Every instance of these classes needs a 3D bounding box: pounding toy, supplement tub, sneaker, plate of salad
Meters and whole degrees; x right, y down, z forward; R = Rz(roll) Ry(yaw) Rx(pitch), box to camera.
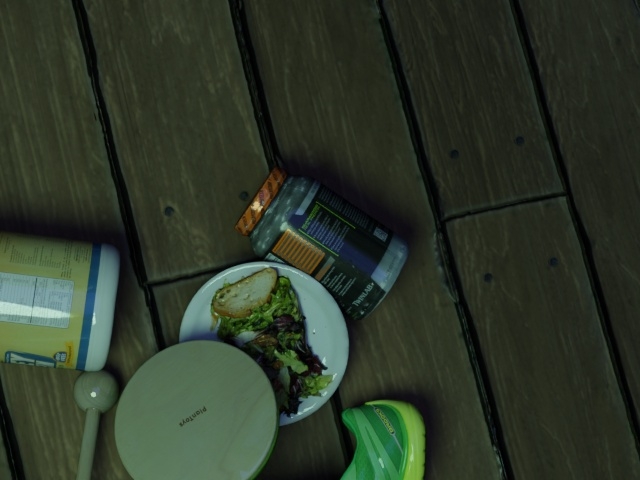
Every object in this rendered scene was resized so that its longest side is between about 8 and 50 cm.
[{"bbox_3d":[-0.154,0.219,1.258,0.236,0.110,0.183,-9,65,6],"label":"pounding toy"},{"bbox_3d":[0.000,0.000,1.328,0.190,0.117,0.117,34,73,-6],"label":"supplement tub"},{"bbox_3d":[0.053,0.332,1.296,0.123,0.109,0.296,6,74,1],"label":"sneaker"},{"bbox_3d":[-0.327,0.063,1.221,0.199,0.144,0.144,8,78,-12],"label":"supplement tub"},{"bbox_3d":[-0.067,0.124,1.293,0.199,0.048,0.200,0,100,1],"label":"plate of salad"}]
